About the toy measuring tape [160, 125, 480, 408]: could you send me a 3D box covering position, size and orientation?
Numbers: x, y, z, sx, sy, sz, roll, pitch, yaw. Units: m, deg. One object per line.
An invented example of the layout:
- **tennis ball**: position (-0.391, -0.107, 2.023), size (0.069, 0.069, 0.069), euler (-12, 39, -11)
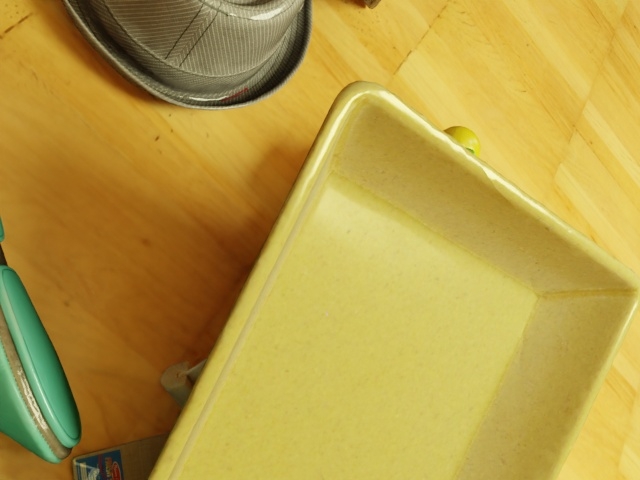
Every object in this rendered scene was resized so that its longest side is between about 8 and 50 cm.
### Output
- **toy measuring tape**: position (0.000, 0.000, 0.519), size (0.330, 0.121, 0.121), euler (-37, 100, -16)

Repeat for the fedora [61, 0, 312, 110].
- **fedora**: position (-0.082, -0.245, 0.501), size (0.243, 0.124, 0.276), euler (29, 62, -26)

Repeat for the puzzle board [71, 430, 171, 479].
- **puzzle board**: position (-0.110, 0.198, 0.423), size (0.096, 0.011, 0.128), euler (-5, 79, -35)

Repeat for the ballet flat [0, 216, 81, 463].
- **ballet flat**: position (-0.218, 0.020, 0.366), size (0.087, 0.083, 0.247), euler (-19, 88, -13)

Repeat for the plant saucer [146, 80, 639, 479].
- **plant saucer**: position (0.054, 0.110, 0.456), size (0.332, 0.081, 0.333), euler (28, 88, -31)

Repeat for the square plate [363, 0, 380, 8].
- **square plate**: position (-0.015, -0.351, 0.468), size (0.049, 0.347, 0.344), euler (-33, 104, 5)
